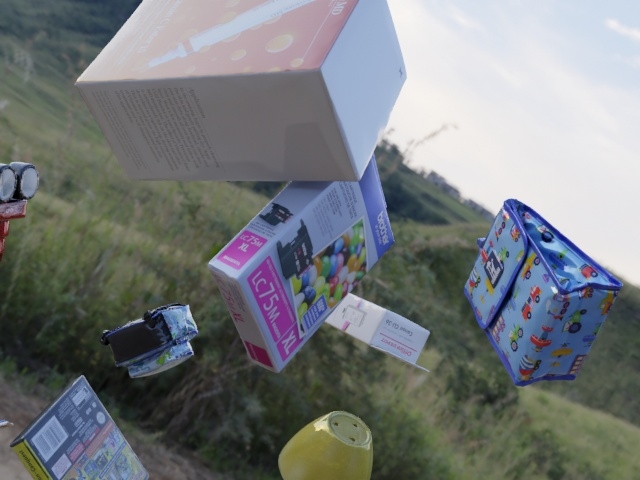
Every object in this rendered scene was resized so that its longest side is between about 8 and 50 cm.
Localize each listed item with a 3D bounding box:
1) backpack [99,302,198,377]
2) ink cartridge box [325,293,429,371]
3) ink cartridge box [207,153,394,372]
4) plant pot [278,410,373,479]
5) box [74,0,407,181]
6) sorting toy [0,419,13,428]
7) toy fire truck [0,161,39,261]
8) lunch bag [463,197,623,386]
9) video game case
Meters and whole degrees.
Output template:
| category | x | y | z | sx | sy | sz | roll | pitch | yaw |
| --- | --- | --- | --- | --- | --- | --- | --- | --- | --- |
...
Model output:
| category | x | y | z | sx | sy | sz | roll | pitch | yaw |
| --- | --- | --- | --- | --- | --- | --- | --- | --- | --- |
| backpack | -0.224 | 0.139 | 1.262 | 0.084 | 0.105 | 0.114 | 67 | 21 | 2 |
| ink cartridge box | 0.099 | 0.147 | 1.532 | 0.115 | 0.067 | 0.198 | 28 | -3 | -37 |
| ink cartridge box | 0.000 | 0.000 | 1.184 | 0.065 | 0.311 | 0.186 | 20 | -35 | 34 |
| plant pot | 0.021 | 0.296 | 1.278 | 0.134 | 0.095 | 0.134 | 22 | 26 | -11 |
| box | -0.094 | -0.205 | 1.164 | 0.345 | 0.215 | 0.168 | 2 | -44 | 26 |
| sorting toy | -0.601 | 0.337 | 1.643 | 0.062 | 0.083 | 0.012 | 123 | -45 | -74 |
| toy fire truck | -0.535 | 0.002 | 1.315 | 0.158 | 0.246 | 0.217 | 9 | 8 | 12 |
| lunch bag | 0.373 | 0.080 | 1.654 | 0.138 | 0.221 | 0.293 | -2 | 37 | -25 |
| video game case | -0.434 | 0.409 | 1.685 | 0.248 | 0.035 | 0.275 | 59 | 14 | -9 |
